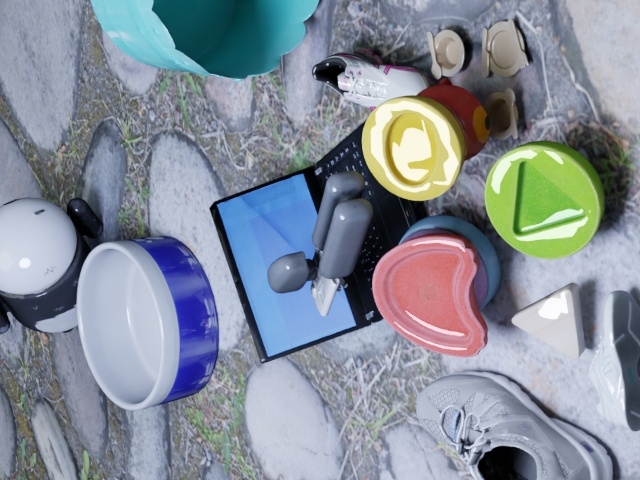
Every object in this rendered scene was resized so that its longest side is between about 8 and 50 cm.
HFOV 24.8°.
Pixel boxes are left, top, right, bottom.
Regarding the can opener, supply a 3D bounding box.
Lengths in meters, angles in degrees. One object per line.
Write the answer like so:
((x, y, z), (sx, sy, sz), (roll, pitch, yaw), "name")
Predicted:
((0.003, 0.013, 1.734), (0.280, 0.093, 0.074), (114, 142, -61), "can opener")

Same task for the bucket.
((-0.155, -0.345, 1.891), (0.183, 0.281, 0.281), (8, 104, 52), "bucket")

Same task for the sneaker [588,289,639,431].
((0.313, 0.128, 1.560), (0.061, 0.054, 0.152), (6, 103, 54), "sneaker")

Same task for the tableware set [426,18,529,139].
((0.181, -0.180, 1.689), (0.169, 0.020, 0.141), (0, 97, 53), "tableware set")

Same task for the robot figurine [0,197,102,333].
((-0.459, 0.044, 2.389), (0.278, 0.174, 0.209), (72, -161, -61), "robot figurine")

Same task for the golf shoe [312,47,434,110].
((0.065, -0.185, 1.776), (0.186, 0.086, 0.067), (28, 123, 50), "golf shoe")

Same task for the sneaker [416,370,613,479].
((0.199, 0.227, 1.677), (0.281, 0.115, 0.105), (20, 113, 49), "sneaker")

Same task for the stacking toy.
((0.199, -0.024, 1.656), (0.279, 0.130, 0.309), (12, 119, 25), "stacking toy")

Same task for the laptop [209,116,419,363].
((0.000, 0.000, 1.866), (0.264, 0.136, 0.234), (-37, 69, 55), "laptop")

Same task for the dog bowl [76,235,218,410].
((-0.273, 0.127, 2.277), (0.265, 0.104, 0.265), (16, 110, 50), "dog bowl")
